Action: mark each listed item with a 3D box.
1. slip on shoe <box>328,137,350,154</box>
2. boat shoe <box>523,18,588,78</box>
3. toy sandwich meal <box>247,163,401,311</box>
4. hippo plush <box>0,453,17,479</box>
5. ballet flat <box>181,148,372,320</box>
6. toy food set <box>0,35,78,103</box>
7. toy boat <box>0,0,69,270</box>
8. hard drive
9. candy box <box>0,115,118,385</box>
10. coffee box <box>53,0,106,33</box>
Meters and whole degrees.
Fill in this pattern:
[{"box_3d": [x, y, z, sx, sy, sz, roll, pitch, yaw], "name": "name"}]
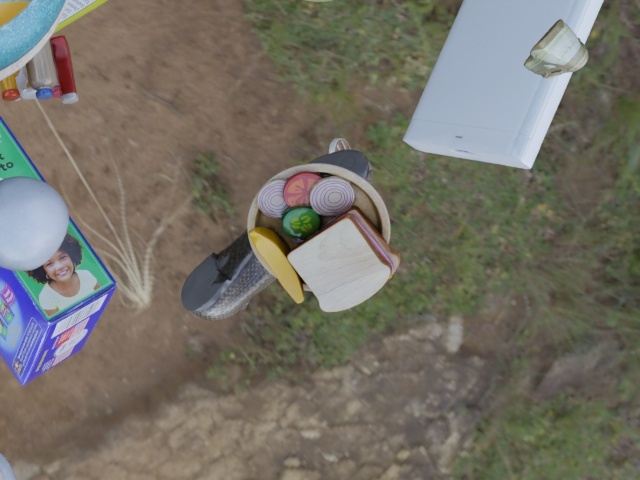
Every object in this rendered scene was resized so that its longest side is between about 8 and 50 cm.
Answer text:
[{"box_3d": [0.028, -0.097, 1.872, 0.051, 0.041, 0.135, -46, 133, -37], "name": "slip on shoe"}, {"box_3d": [0.238, -0.182, 1.193, 0.048, 0.153, 0.056, 42, 95, 5], "name": "boat shoe"}, {"box_3d": [0.000, 0.000, 0.642, 0.085, 0.029, 0.086, 2, 117, 3], "name": "toy sandwich meal"}, {"box_3d": [-0.444, 0.252, 1.222, 0.236, 0.294, 0.234, 24, 135, 9], "name": "hippo plush"}, {"box_3d": [-0.039, 0.001, 1.237, 0.250, 0.084, 0.058, -41, 133, 14], "name": "ballet flat"}, {"box_3d": [-0.416, -0.233, 1.766, 0.111, 0.232, 0.105, -11, 80, -8], "name": "toy food set"}, {"box_3d": [-0.262, -0.134, 0.854, 0.267, 0.148, 0.318, -22, 107, -44], "name": "toy boat"}, {"box_3d": [0.233, -0.243, 1.453, 0.040, 0.203, 0.308, 28, 82, -37], "name": "hard drive"}, {"box_3d": [-0.441, 0.010, 1.685, 0.122, 0.268, 0.317, -33, 82, -31], "name": "candy box"}, {"box_3d": [-0.392, -0.381, 1.107, 0.334, 0.338, 0.338, -27, 156, 18], "name": "coffee box"}]
